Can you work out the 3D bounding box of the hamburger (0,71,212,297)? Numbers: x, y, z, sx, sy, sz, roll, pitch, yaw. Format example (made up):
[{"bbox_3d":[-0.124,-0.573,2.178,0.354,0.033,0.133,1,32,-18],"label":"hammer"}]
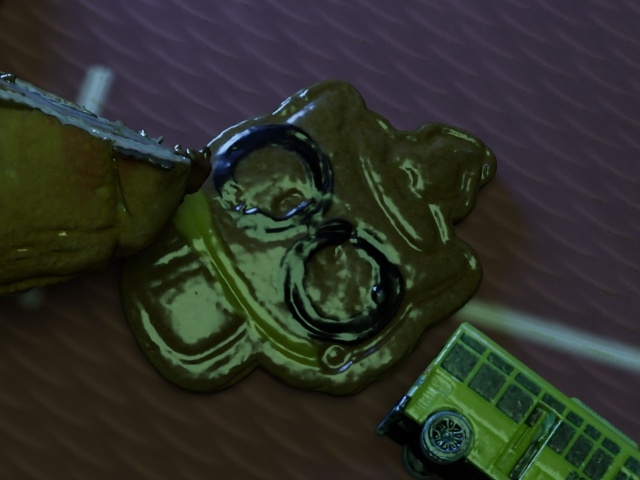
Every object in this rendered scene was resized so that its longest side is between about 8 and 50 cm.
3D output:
[{"bbox_3d":[-0.243,-0.034,0.947,0.282,0.155,0.245,36,96,-26],"label":"hamburger"}]

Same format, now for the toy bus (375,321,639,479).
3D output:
[{"bbox_3d":[0.133,0.141,0.993,0.175,0.088,0.101,36,70,5],"label":"toy bus"}]

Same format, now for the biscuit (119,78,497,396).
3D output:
[{"bbox_3d":[0.000,0.000,1.042,0.290,0.041,0.208,-31,81,-16],"label":"biscuit"}]
